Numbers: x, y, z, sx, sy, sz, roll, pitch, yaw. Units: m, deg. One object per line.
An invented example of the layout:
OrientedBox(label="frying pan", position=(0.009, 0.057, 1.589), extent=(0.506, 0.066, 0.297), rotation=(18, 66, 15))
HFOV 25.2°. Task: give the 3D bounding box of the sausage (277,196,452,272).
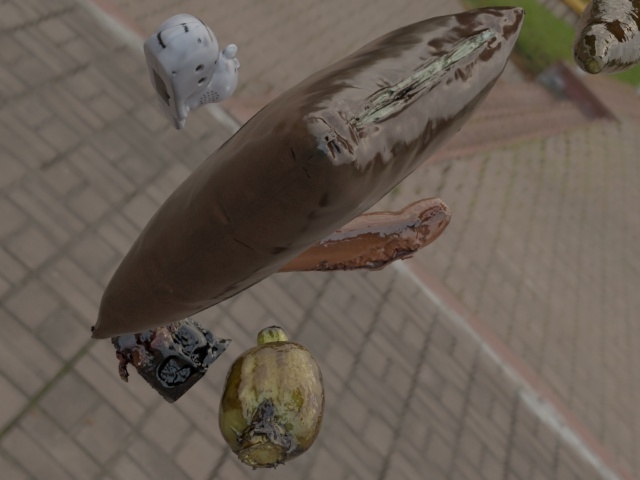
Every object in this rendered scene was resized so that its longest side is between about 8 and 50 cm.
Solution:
OrientedBox(label="sausage", position=(0.000, 0.000, 1.631), extent=(0.078, 0.304, 0.078), rotation=(174, -90, -87))

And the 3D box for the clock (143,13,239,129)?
OrientedBox(label="clock", position=(-0.159, -0.230, 1.850), extent=(0.080, 0.117, 0.176), rotation=(50, -16, 23))

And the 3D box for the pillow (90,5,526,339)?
OrientedBox(label="pillow", position=(-0.010, -0.057, 1.112), extent=(0.108, 0.305, 0.308), rotation=(53, 42, -1))

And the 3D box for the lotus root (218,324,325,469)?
OrientedBox(label="lotus root", position=(-0.075, 0.254, 2.299), extent=(0.314, 0.169, 0.141), rotation=(-84, 164, -51))

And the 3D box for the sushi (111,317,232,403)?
OrientedBox(label="sushi", position=(-0.255, 0.170, 2.281), extent=(0.150, 0.153, 0.172), rotation=(47, 11, -4))

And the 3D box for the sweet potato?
OrientedBox(label="sweet potato", position=(0.281, -0.200, 1.405), extent=(0.077, 0.077, 0.244), rotation=(45, 37, 0))
